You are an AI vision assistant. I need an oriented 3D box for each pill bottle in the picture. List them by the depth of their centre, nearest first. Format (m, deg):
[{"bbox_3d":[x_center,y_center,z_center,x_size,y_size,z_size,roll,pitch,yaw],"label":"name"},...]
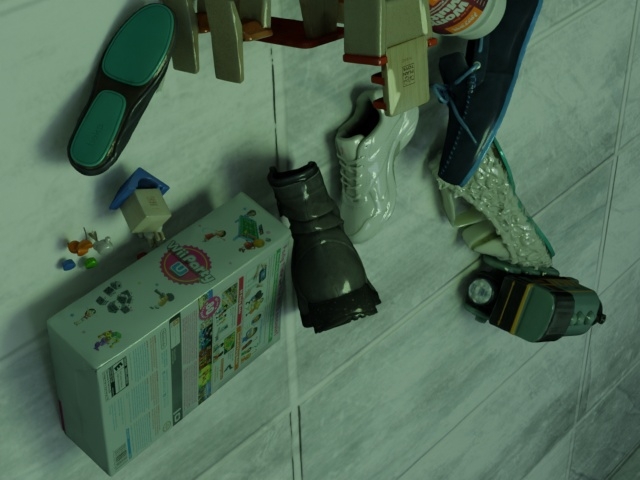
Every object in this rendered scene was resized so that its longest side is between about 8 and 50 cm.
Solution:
[{"bbox_3d":[0.162,-0.349,1.531,0.221,0.121,0.121,10,104,-55],"label":"pill bottle"}]

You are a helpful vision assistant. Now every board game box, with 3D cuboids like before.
[{"bbox_3d":[-0.177,0.112,1.372,0.303,0.097,0.224,-36,151,-33],"label":"board game box"}]

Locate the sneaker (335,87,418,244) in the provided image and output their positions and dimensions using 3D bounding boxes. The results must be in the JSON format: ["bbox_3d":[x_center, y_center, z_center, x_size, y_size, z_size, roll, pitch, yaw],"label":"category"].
[{"bbox_3d":[0.054,-0.110,1.593,0.115,0.090,0.232,10,95,-48],"label":"sneaker"}]

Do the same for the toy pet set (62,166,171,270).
[{"bbox_3d":[-0.233,-0.026,1.294,0.122,0.065,0.114,-5,151,-49],"label":"toy pet set"}]

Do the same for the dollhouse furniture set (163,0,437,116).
[{"bbox_3d":[-0.003,-0.231,1.266,0.262,0.259,0.135,-26,122,-40],"label":"dollhouse furniture set"}]

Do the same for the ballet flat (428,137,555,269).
[{"bbox_3d":[0.283,-0.055,1.916,0.147,0.147,0.409,-55,143,-12],"label":"ballet flat"}]

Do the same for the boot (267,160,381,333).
[{"bbox_3d":[0.000,0.000,1.526,0.118,0.338,0.222,-19,89,-7],"label":"boot"}]

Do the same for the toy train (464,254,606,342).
[{"bbox_3d":[0.409,0.116,2.112,0.334,0.190,0.142,6,107,-55],"label":"toy train"}]

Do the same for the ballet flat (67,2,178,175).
[{"bbox_3d":[-0.212,-0.160,1.213,0.074,0.074,0.203,37,75,-56],"label":"ballet flat"}]

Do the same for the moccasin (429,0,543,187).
[{"bbox_3d":[0.227,-0.252,1.688,0.138,0.117,0.342,157,-48,-80],"label":"moccasin"}]
